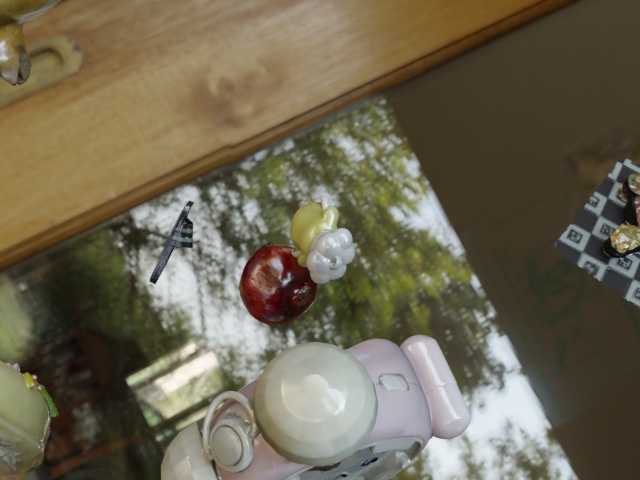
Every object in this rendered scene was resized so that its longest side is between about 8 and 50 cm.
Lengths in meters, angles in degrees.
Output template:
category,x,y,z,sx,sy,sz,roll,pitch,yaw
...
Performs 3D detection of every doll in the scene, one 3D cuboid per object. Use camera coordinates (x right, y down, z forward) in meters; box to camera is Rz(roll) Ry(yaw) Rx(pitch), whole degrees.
category,x,y,z,sx,sy,sz,roll,pitch,yaw
doll,0.000,0.000,1.444,0.106,0.062,0.162,-62,-154,17

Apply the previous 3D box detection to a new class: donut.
category,x,y,z,sx,sy,sz,roll,pitch,yaw
donut,-0.570,0.260,1.551,0.371,0.150,0.307,-6,-38,41

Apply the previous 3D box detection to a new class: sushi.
category,x,y,z,sx,sy,sz,roll,pitch,yaw
sushi,0.376,-0.016,1.161,0.139,0.201,0.031,36,-34,11

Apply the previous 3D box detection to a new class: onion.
category,x,y,z,sx,sy,sz,roll,pitch,yaw
onion,-0.065,0.068,1.556,0.131,0.131,0.131,56,-16,25

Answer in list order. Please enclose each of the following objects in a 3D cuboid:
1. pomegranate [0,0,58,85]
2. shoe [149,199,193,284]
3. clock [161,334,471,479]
category,x,y,z,sx,sy,sz,roll,pitch,yaw
pomegranate,-0.358,-0.303,0.922,0.342,0.342,0.342,56,-16,25
shoe,-0.271,0.010,1.913,0.049,0.179,0.071,25,7,-5
clock,-0.011,0.249,1.289,0.342,0.326,0.184,-46,-117,30
